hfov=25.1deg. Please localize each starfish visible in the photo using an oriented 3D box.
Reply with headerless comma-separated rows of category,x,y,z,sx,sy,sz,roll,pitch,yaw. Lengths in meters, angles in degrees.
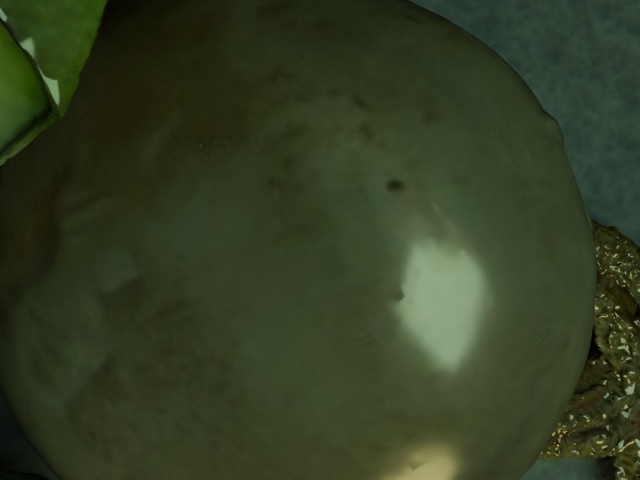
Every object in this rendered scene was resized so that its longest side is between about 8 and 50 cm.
starfish,0.218,0.067,0.878,0.302,0.060,0.299,-24,107,-12

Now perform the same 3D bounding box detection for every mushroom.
mushroom,0.000,0.000,0.676,0.290,0.292,0.292,-26,120,-56

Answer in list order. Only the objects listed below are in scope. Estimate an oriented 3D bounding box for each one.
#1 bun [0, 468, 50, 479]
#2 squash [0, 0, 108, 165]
bun,-0.176,0.171,0.675,0.195,0.118,0.195,-1,131,-1
squash,-0.253,-0.148,0.495,0.309,0.234,0.210,22,58,-34
